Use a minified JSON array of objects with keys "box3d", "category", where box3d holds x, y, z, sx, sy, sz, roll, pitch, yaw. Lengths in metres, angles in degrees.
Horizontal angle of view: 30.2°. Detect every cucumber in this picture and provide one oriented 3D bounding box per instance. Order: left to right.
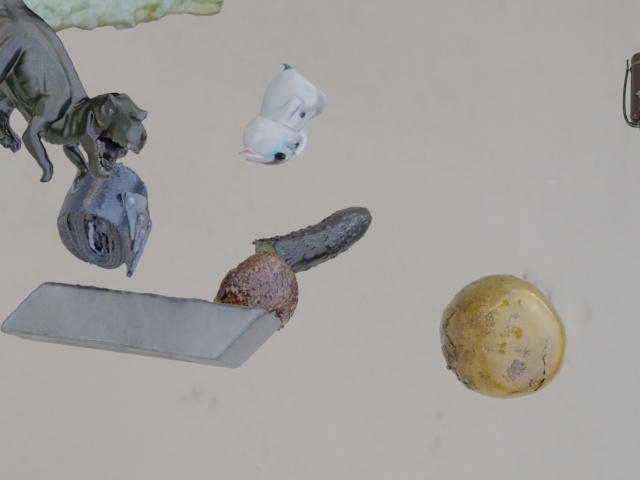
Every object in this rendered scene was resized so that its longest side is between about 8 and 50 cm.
[{"box3d":[0.000,0.000,2.039,0.303,0.072,0.081,-20,85,-49],"category":"cucumber"}]

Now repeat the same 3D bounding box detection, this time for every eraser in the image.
[{"box3d":[-0.235,0.112,1.546,0.111,0.352,0.077,50,47,-71],"category":"eraser"}]

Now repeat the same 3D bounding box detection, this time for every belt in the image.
[{"box3d":[-0.319,-0.048,1.780,0.122,0.218,0.128,18,68,1],"category":"belt"}]

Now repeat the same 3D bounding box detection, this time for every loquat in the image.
[{"box3d":[0.328,0.174,2.144,0.235,0.235,0.235,-4,96,-40],"category":"loquat"}]

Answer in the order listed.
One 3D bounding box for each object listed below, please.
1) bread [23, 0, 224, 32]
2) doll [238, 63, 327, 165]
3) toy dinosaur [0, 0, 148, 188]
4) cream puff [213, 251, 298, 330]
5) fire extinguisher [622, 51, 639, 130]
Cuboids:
[{"box3d":[-0.218,-0.419,1.131,0.239,0.264,0.395,-9,129,-16],"category":"bread"},{"box3d":[-0.064,-0.208,2.059,0.181,0.107,0.110,-63,165,1],"category":"doll"},{"box3d":[-0.166,-0.132,0.786,0.179,0.187,0.087,-59,169,6],"category":"toy dinosaur"},{"box3d":[-0.089,0.090,1.709,0.149,0.084,0.149,-37,144,-32],"category":"cream puff"},{"box3d":[0.533,-0.240,1.961,0.043,0.064,0.158,64,30,-55],"category":"fire extinguisher"}]
